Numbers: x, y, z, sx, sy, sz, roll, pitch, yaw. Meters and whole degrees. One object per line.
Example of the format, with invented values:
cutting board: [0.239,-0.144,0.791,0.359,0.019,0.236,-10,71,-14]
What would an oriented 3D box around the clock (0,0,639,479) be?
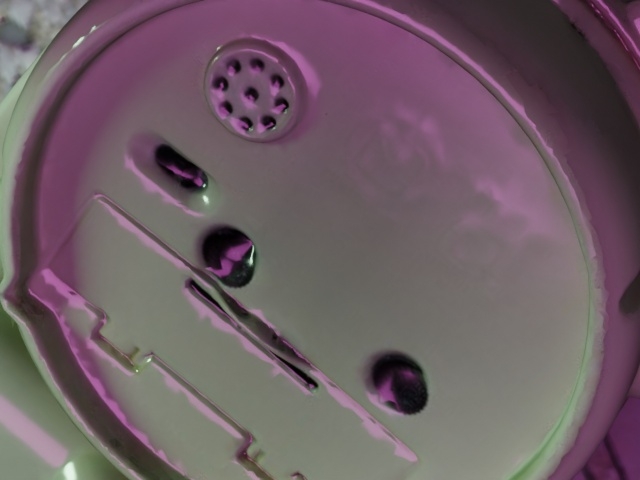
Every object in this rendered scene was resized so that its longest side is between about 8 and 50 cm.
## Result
clock: [0.000,0.000,0.516,0.265,0.108,0.324,39,121,1]
